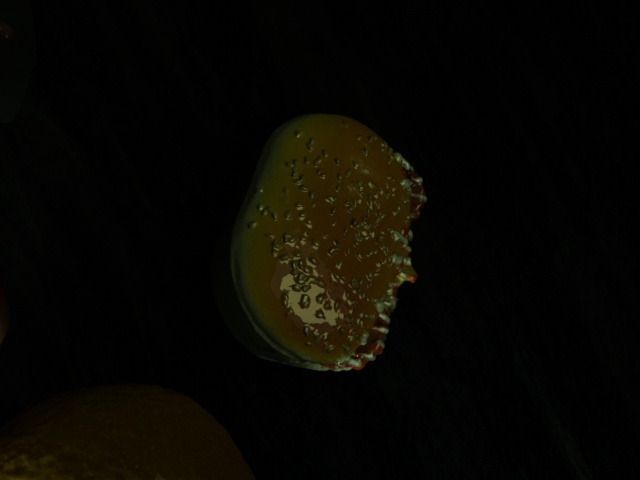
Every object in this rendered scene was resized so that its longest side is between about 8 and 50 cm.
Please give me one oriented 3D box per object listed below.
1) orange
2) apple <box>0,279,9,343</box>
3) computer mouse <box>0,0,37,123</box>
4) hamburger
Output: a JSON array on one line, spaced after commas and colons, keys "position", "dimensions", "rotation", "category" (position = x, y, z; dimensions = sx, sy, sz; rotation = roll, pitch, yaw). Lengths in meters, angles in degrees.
[{"position": [-0.214, 0.300, 1.665], "dimensions": [0.357, 0.322, 0.322], "rotation": [-36, 109, -33], "category": "orange"}, {"position": [-0.419, 0.061, 1.519], "dimensions": [0.317, 0.288, 0.288], "rotation": [-11, 91, -59], "category": "apple"}, {"position": [-0.367, -0.214, 1.747], "dimensions": [0.295, 0.087, 0.168], "rotation": [15, 70, -46], "category": "computer mouse"}, {"position": [0.000, 0.000, 2.049], "dimensions": [0.227, 0.151, 0.295], "rotation": [36, 61, -33], "category": "hamburger"}]
